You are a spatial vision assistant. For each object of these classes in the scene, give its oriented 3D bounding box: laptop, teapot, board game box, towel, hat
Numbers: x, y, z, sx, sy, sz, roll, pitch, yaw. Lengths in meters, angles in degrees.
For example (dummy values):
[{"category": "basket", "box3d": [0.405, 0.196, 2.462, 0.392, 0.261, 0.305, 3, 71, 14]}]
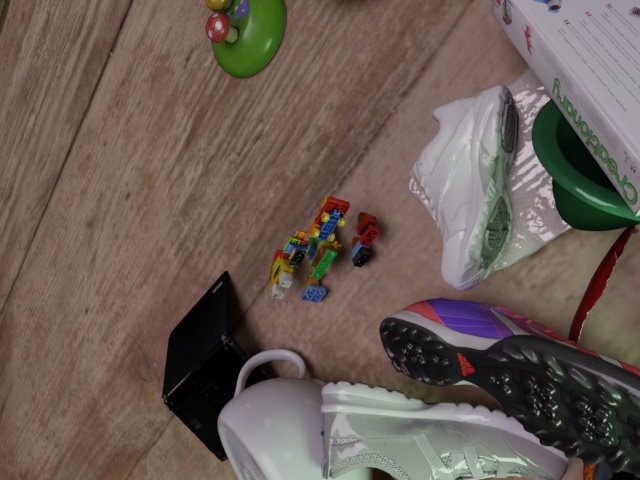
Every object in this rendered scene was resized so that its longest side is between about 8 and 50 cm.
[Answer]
[{"category": "laptop", "box3d": [-0.189, 0.245, 0.821, 0.264, 0.136, 0.234, 45, 115, 1]}, {"category": "teapot", "box3d": [-0.016, 0.290, 0.597, 0.252, 0.187, 0.256, -26, 91, 58]}, {"category": "board game box", "box3d": [0.302, -0.179, 0.369, 0.192, 0.053, 0.306, -16, 55, 11]}, {"category": "towel", "box3d": [0.253, -0.098, 0.503, 0.282, 0.049, 0.187, -42, 66, 26]}, {"category": "hat", "box3d": [0.285, -0.035, 0.438, 0.208, 0.184, 0.173, -38, 59, -15]}]

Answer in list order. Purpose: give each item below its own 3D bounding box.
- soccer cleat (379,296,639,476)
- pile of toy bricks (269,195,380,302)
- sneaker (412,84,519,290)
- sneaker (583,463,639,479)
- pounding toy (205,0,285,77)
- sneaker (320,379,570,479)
[{"category": "soccer cleat", "box3d": [0.199, 0.115, 0.427, 0.318, 0.116, 0.109, 4, 115, 58]}, {"category": "pile of toy bricks", "box3d": [0.000, 0.000, 0.660, 0.212, 0.118, 0.105, -56, 30, 38]}, {"category": "sneaker", "box3d": [0.161, -0.058, 0.496, 0.115, 0.090, 0.232, 5, 81, 44]}, {"category": "sneaker", "box3d": [0.281, 0.302, 0.378, 0.124, 0.180, 0.322, -7, 84, 35]}, {"category": "pounding toy", "box3d": [-0.153, -0.434, 0.775, 0.183, 0.110, 0.237, 48, 114, 27]}, {"category": "sneaker", "box3d": [0.132, 0.243, 0.481, 0.281, 0.105, 0.115, 9, 68, 7]}]
